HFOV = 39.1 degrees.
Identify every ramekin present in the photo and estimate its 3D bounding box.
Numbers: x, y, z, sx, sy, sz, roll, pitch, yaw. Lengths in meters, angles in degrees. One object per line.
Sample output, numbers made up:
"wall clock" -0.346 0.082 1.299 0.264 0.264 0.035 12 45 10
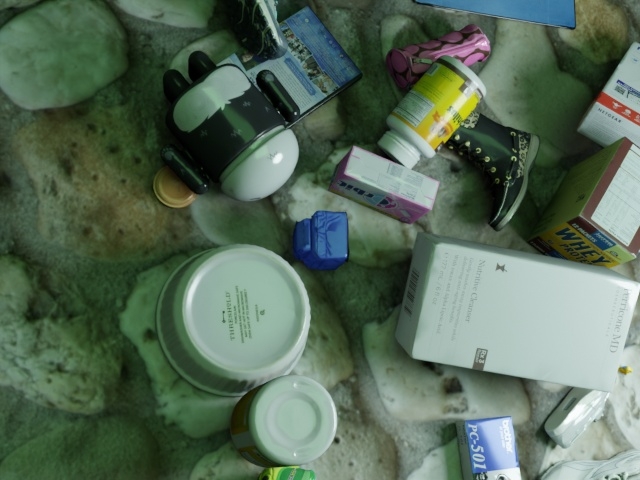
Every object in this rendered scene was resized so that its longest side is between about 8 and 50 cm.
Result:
"ramekin" -0.140 0.129 1.547 0.273 0.127 0.272 4 74 -15

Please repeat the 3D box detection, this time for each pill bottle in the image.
"pill bottle" 0.208 -0.241 1.729 0.117 0.117 0.215 40 93 -3
"pill bottle" -0.071 0.297 1.457 0.136 0.246 0.136 4 74 -15

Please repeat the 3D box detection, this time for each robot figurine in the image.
"robot figurine" -0.163 -0.200 1.609 0.278 0.209 0.173 50 26 2

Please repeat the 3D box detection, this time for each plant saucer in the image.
"plant saucer" -0.261 -0.099 1.634 0.084 0.013 0.083 4 75 -15

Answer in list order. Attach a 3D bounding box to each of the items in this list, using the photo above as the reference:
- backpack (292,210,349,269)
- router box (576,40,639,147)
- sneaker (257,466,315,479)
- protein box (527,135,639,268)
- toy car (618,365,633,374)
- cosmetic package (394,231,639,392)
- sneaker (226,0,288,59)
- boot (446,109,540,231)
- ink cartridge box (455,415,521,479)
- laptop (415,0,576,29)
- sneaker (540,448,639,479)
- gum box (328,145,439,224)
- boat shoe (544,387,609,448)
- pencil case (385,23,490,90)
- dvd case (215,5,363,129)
"backpack" 0.000 0.000 1.627 0.101 0.120 0.097 6 76 -4
"router box" 0.721 -0.235 1.822 0.335 0.082 0.301 32 46 10
"sneaker" -0.032 0.516 1.482 0.124 0.109 0.295 -4 76 -13
"protein box" 0.545 -0.058 1.755 0.136 0.200 0.201 37 69 -4
"toy car" 0.580 0.206 1.779 0.122 0.040 0.060 41 68 -2
"cosmetic package" 0.348 0.127 1.627 0.385 0.156 0.217 9 98 -7
"sneaker" -0.118 -0.476 1.721 0.122 0.110 0.283 -20 75 -30
"boot" 0.322 -0.147 1.779 0.179 0.085 0.236 27 63 -5
"ink cartridge box" 0.311 0.428 1.639 0.097 0.046 0.207 -3 76 -18
"laptop" 0.407 -0.702 1.881 0.382 0.407 0.236 5 40 -15
"sneaker" 0.529 0.444 1.653 0.297 0.129 0.111 -13 81 -18
"gum box" 0.122 -0.099 1.695 0.188 0.107 0.062 22 71 -9
"boat shoe" 0.506 0.321 1.718 0.184 0.066 0.063 -42 104 -24
"pencil case" 0.241 -0.371 1.808 0.209 0.098 0.095 -24 86 -21
"dvd case" -0.063 -0.323 1.748 0.253 0.022 0.180 -38 89 -22
